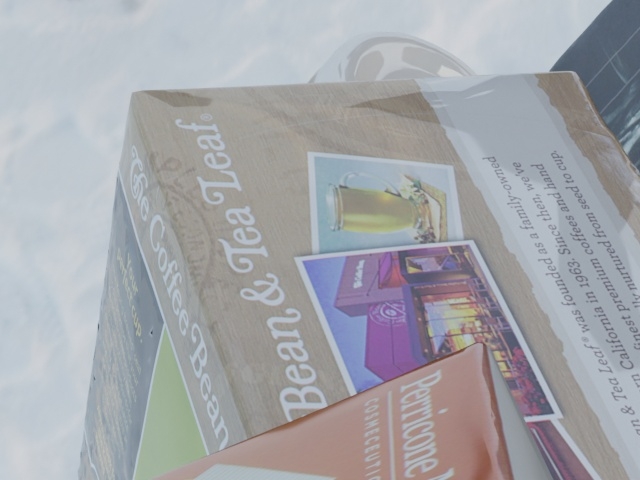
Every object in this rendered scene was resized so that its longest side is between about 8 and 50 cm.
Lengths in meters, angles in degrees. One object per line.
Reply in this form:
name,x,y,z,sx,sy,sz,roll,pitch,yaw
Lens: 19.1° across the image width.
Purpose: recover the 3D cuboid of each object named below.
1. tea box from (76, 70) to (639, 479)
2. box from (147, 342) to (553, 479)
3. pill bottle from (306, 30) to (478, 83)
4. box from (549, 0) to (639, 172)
tea box,0.036,0.151,0.821,0.220,0.329,0.323,-5,135,-19
box,-0.078,0.193,0.452,0.345,0.215,0.168,-23,105,7
pill bottle,0.000,0.000,1.069,0.131,0.131,0.229,37,129,-9
box,0.486,-0.086,1.331,0.297,0.472,0.480,7,136,-40
